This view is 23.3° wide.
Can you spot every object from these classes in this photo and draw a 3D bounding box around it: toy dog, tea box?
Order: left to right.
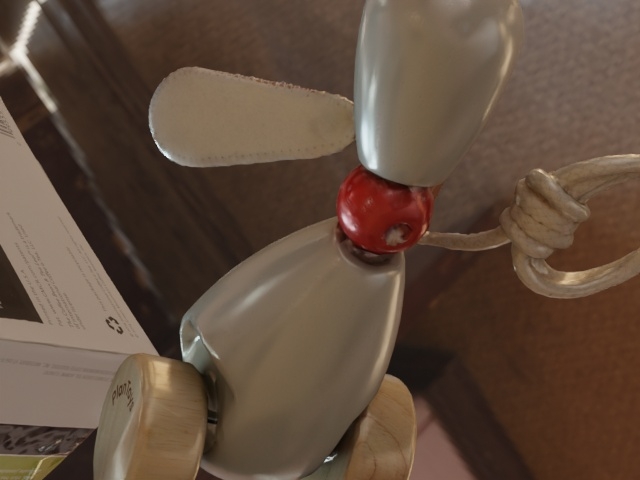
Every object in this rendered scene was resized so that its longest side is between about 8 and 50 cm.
[{"bbox_3d":[-0.362,0.061,1.210,0.323,0.220,0.329,-42,63,18],"label":"tea box"},{"bbox_3d":[0.000,0.000,0.793,0.220,0.161,0.333,31,112,-34],"label":"toy dog"}]
